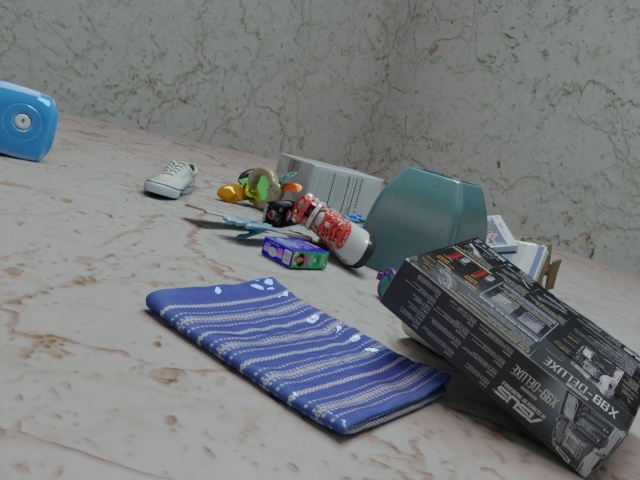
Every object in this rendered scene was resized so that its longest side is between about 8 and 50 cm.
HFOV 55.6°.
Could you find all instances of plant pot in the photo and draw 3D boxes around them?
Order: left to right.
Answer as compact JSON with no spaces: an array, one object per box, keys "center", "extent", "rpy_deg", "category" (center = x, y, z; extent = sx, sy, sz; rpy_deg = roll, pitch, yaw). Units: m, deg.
[{"center":[0.261,-0.037,1.449],"extent":[0.247,0.252,0.247],"rpy_deg":[23,12,32],"category":"plant pot"}]

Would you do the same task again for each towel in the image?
[{"center":[-0.030,0.124,0.762],"extent":[0.336,0.040,0.243],"rpy_deg":[23,14,35],"category":"towel"},{"center":[0.444,0.048,1.608],"extent":[0.284,0.034,0.209],"rpy_deg":[10,31,25],"category":"towel"}]

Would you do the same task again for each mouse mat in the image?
[{"center":[-0.158,-0.178,1.991],"extent":[0.189,0.007,0.152],"rpy_deg":[-20,49,-40],"category":"mouse mat"}]

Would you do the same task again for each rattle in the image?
[{"center":[-0.170,-0.153,1.705],"extent":[0.142,0.130,0.199],"rpy_deg":[19,-6,-42],"category":"rattle"}]

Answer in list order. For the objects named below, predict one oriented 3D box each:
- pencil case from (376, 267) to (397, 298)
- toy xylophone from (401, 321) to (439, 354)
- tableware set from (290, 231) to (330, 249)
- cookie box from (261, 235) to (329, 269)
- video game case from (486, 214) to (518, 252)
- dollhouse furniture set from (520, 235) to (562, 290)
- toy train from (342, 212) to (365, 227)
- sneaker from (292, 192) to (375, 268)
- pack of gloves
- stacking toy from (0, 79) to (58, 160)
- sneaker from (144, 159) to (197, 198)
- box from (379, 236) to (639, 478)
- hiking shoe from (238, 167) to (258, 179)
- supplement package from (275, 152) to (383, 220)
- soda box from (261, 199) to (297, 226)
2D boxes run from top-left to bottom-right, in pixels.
[{"center":[0.186,0.094,1.164],"extent":[0.151,0.065,0.070],"rpy_deg":[12,27,-24],"category":"pencil case"},{"center":[0.283,0.151,0.965],"extent":[0.236,0.081,0.322],"rpy_deg":[25,14,39],"category":"toy xylophone"},{"center":[0.000,0.000,1.493],"extent":[0.154,0.024,0.104],"rpy_deg":[10,12,-31],"category":"tableware set"},{"center":[-0.051,0.025,1.237],"extent":[0.091,0.040,0.107],"rpy_deg":[25,14,41],"category":"cookie box"},{"center":[0.418,-0.017,1.672],"extent":[0.201,0.023,0.183],"rpy_deg":[-4,28,2],"category":"video game case"},{"center":[0.571,0.074,1.780],"extent":[0.259,0.135,0.262],"rpy_deg":[-9,24,-40],"category":"dollhouse furniture set"},{"center":[0.104,-0.021,1.627],"extent":[0.105,0.080,0.184],"rpy_deg":[28,11,14],"category":"toy train"},{"center":[0.017,-0.028,1.367],"extent":[0.145,0.090,0.270],"rpy_deg":[30,8,-23],"category":"sneaker"},{"center":[-0.165,-0.025,1.380],"extent":[0.195,0.046,0.232],"rpy_deg":[16,2,40],"category":"pack of gloves"},{"center":[-0.821,-0.302,1.594],"extent":[0.165,0.175,0.301],"rpy_deg":[15,-5,-40],"category":"stacking toy"},{"center":[-0.393,-0.169,1.602],"extent":[0.094,0.091,0.258],"rpy_deg":[16,10,0],"category":"sneaker"},{"center":[0.261,0.124,0.787],"extent":[0.307,0.077,0.242],"rpy_deg":[40,27,24],"category":"box"},{"center":[-0.164,-0.188,2.062],"extent":[0.226,0.086,0.114],"rpy_deg":[11,11,-19],"category":"hiking shoe"},{"center":[0.017,-0.146,1.860],"extent":[0.292,0.175,0.177],"rpy_deg":[7,13,-42],"category":"supplement package"},{"center":[-0.099,-0.075,1.637],"extent":[0.053,0.060,0.169],"rpy_deg":[15,10,15],"category":"soda box"}]
